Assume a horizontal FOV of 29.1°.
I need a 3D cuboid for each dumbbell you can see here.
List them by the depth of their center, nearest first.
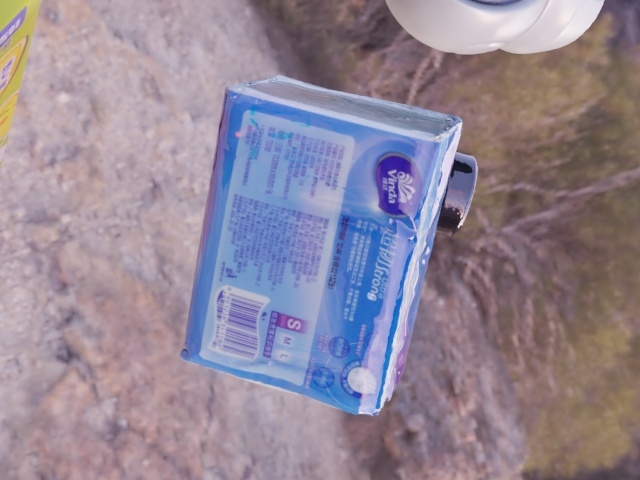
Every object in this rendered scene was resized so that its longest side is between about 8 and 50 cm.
[{"bbox_3d":[0.077,-0.075,1.425,0.100,0.191,0.100,-165,-90,-85],"label":"dumbbell"}]

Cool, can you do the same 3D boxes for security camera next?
[{"bbox_3d":[0.167,-0.291,1.307,0.236,0.194,0.195,-6,78,-38],"label":"security camera"}]

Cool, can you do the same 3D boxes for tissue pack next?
[{"bbox_3d":[0.000,0.000,1.127,0.146,0.198,0.264,-37,140,-70],"label":"tissue pack"}]

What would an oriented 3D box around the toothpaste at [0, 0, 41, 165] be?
[{"bbox_3d":[-0.268,-0.089,0.846,0.077,0.327,0.110,39,65,-4],"label":"toothpaste"}]
